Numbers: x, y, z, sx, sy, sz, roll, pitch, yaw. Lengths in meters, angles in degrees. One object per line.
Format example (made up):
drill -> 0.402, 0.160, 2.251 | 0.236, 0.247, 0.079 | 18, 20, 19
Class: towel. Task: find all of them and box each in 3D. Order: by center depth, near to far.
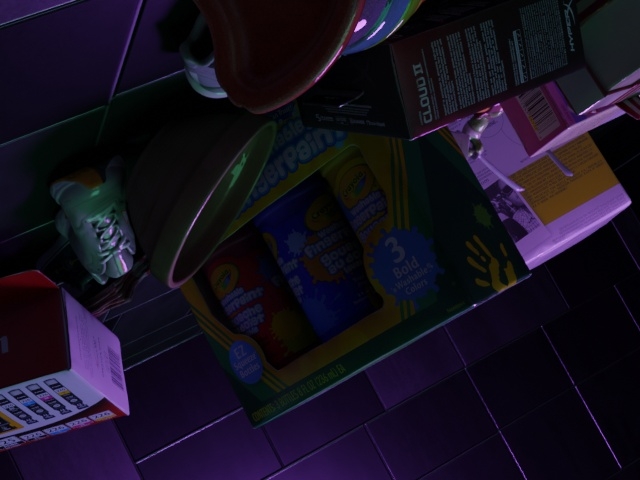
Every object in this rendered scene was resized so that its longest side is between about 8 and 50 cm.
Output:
towel -> -0.312, 0.063, 1.781 | 0.237, 0.037, 0.329 | -31, -171, 29

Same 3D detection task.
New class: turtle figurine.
turtle figurine -> 0.253, -0.178, 1.818 | 0.266, 0.275, 0.198 | -4, -161, -13

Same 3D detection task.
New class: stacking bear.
stacking bear -> 0.024, -0.237, 0.964 | 0.164, 0.175, 0.289 | -25, -175, 33

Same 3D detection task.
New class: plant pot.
plant pot -> -0.158, -0.070, 1.379 | 0.237, 0.109, 0.237 | -57, 174, -10

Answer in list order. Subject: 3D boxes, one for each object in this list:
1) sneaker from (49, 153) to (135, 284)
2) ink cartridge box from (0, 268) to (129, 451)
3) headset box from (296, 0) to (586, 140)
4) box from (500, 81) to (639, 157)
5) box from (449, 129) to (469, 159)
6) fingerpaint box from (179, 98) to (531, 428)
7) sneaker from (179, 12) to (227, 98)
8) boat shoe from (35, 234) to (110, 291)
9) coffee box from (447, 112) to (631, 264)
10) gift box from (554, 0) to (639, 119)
sneaker -> -0.268, -0.019, 1.426 | 0.099, 0.121, 0.262 | -27, 172, -15
ink cartridge box -> -0.458, 0.182, 1.544 | 0.309, 0.130, 0.272 | -17, 151, 6
headset box -> 0.116, -0.207, 1.293 | 0.293, 0.110, 0.218 | -24, -159, -28
box -> 0.372, -0.274, 1.676 | 0.242, 0.214, 0.117 | -24, 172, -25
box -> 0.069, -0.110, 1.832 | 0.232, 0.059, 0.322 | 11, 158, -14
fingerpaint box -> 0.000, 0.000, 1.569 | 0.444, 0.371, 0.163 | -34, 171, 39
sneaker -> -0.035, -0.216, 1.118 | 0.228, 0.086, 0.132 | -28, 170, 1
boat shoe -> -0.359, 0.044, 1.657 | 0.065, 0.083, 0.183 | -23, 171, -33
coffee box -> 0.361, -0.106, 2.285 | 0.338, 0.334, 0.337 | -30, 171, -2
gift box -> 0.385, -0.303, 1.404 | 0.258, 0.255, 0.276 | -37, 165, 37
